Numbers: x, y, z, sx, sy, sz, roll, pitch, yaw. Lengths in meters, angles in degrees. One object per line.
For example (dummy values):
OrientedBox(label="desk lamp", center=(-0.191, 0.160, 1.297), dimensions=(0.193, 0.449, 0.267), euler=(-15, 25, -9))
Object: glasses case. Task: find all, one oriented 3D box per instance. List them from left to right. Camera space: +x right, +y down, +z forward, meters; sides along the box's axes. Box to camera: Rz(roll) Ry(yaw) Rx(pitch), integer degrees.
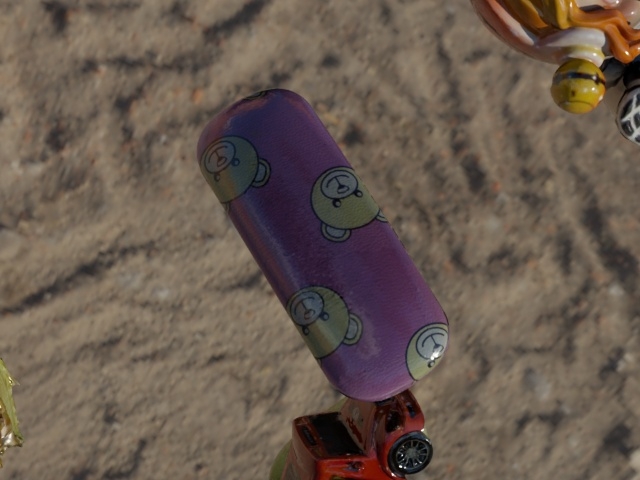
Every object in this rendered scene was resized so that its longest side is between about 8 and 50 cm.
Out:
OrientedBox(label="glasses case", center=(0.000, 0.000, 1.378), dimensions=(0.123, 0.076, 0.316), euler=(-32, 72, -3))

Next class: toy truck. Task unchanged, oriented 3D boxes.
OrientedBox(label="toy truck", center=(0.017, 0.250, 1.440), dimensions=(0.114, 0.252, 0.107), euler=(9, 19, -20))

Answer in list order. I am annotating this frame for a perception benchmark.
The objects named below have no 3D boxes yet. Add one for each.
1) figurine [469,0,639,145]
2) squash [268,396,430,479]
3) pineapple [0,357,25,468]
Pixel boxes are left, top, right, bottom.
OrientedBox(label="figurine", center=(0.281, -0.274, 1.628), dimensions=(0.323, 0.196, 0.320), euler=(40, 59, -26))
OrientedBox(label="squash", center=(0.020, 0.226, 1.655), dimensions=(0.095, 0.188, 0.095), euler=(54, 12, -17))
OrientedBox(label="pineapple", center=(-0.142, 0.050, 0.562), dimensions=(0.114, 0.114, 0.077), euler=(16, 76, 24))
